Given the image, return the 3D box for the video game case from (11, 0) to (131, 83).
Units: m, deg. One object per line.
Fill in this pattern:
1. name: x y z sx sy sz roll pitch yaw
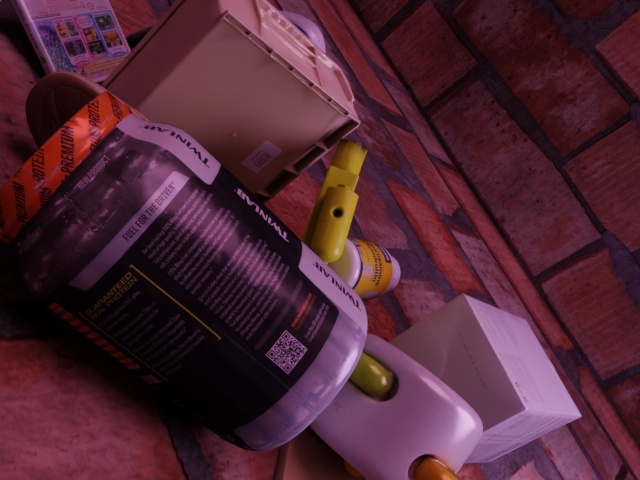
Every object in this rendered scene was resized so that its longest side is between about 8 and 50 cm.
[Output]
1. video game case: -0.329 -0.283 0.820 0.157 0.019 0.143 -48 122 -56

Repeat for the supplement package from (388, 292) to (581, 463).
1. supplement package: 0.264 0.244 1.022 0.262 0.198 0.199 22 37 -48

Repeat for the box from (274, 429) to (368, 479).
1. box: 0.007 0.323 0.673 0.164 0.021 0.201 44 26 -18

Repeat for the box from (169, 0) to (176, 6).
1. box: -0.239 -0.475 1.263 0.126 0.072 0.137 21 40 -49

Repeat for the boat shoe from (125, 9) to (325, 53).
1. boat shoe: -0.158 -0.280 0.934 0.119 0.335 0.121 -43 133 -51

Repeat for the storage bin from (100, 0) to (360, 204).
1. storage bin: -0.125 -0.181 0.834 0.260 0.262 0.123 30 33 -41

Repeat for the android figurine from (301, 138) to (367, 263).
1. android figurine: 0.000 0.000 0.854 0.056 0.273 0.248 19 -11 -2

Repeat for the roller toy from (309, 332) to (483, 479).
1. roller toy: 0.082 0.222 0.730 0.209 0.146 0.191 38 -9 5

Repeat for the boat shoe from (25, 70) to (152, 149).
1. boat shoe: -0.202 -0.071 0.741 0.341 0.121 0.110 49 18 -33

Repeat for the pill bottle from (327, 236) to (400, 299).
1. pill bottle: 0.065 0.050 1.049 0.184 0.103 0.103 11 47 -56

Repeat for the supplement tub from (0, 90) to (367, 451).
1. supplement tub: -0.132 0.033 0.597 0.338 0.207 0.207 44 25 -19
